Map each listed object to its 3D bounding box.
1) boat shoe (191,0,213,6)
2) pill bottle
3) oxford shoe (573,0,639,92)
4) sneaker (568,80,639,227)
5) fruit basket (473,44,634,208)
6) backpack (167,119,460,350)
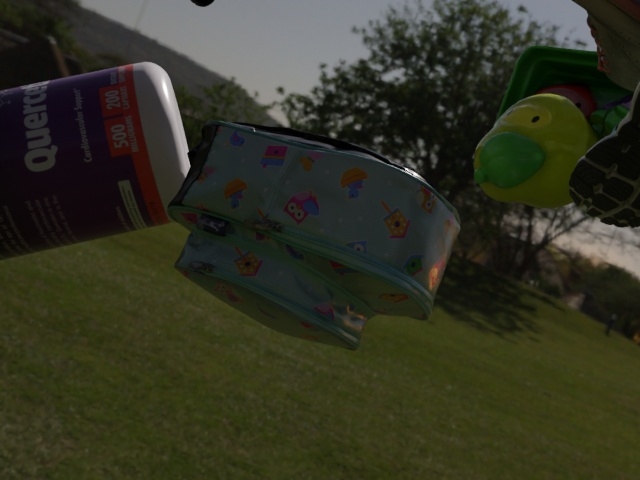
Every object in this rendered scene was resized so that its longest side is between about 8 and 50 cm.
[{"bbox_3d":[-0.108,-0.253,0.708,0.040,0.049,0.142,57,-8,-1],"label":"boat shoe"},{"bbox_3d":[-0.309,-0.080,0.871,0.323,0.181,0.181,-13,8,-6],"label":"pill bottle"},{"bbox_3d":[0.359,-0.241,0.923,0.348,0.123,0.130,30,-39,-15],"label":"oxford shoe"},{"bbox_3d":[0.359,-0.111,0.826,0.107,0.110,0.275,37,-34,11],"label":"sneaker"},{"bbox_3d":[0.399,-0.168,1.244,0.392,0.282,0.392,19,5,-2],"label":"fruit basket"},{"bbox_3d":[0.000,0.000,0.577,0.188,0.144,0.166,7,-18,28],"label":"backpack"}]
